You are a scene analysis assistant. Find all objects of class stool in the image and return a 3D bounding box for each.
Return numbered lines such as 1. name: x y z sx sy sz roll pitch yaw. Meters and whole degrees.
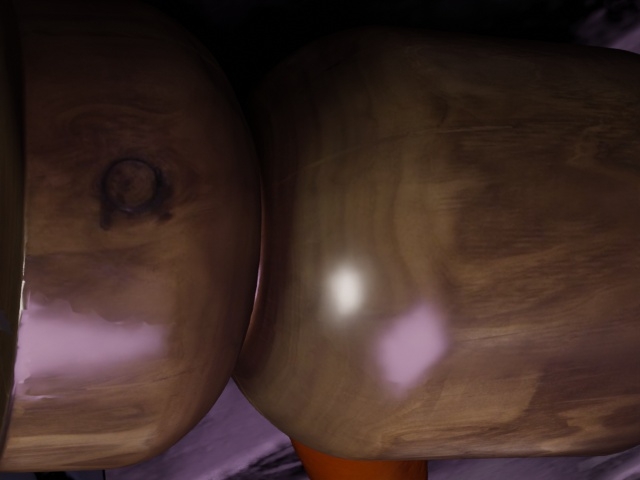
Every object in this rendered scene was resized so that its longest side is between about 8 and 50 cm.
1. stool: 0.000 0.000 0.549 0.264 0.179 0.179 2 142 -21

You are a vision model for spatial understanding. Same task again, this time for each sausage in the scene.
1. sausage: 0.024 0.120 0.816 0.076 0.076 0.197 -14 146 2

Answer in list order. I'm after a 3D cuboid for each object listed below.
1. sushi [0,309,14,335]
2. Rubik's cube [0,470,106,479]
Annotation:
1. sushi: -0.253 -0.092 0.271 0.339 0.068 0.320 21 150 16
2. Rubik's cube: -0.214 0.135 0.666 0.183 0.180 0.167 -21 145 7
